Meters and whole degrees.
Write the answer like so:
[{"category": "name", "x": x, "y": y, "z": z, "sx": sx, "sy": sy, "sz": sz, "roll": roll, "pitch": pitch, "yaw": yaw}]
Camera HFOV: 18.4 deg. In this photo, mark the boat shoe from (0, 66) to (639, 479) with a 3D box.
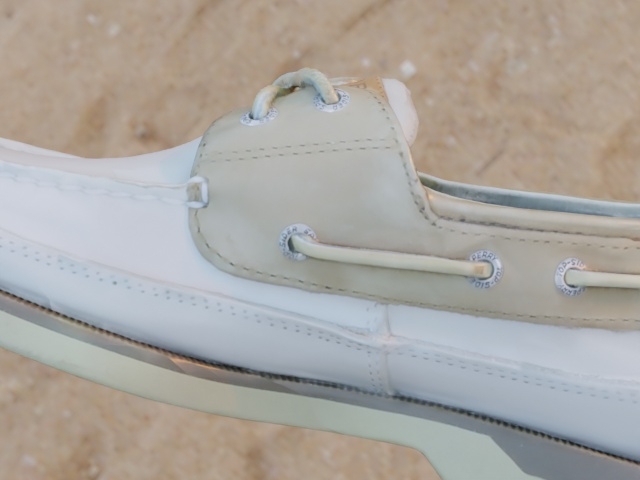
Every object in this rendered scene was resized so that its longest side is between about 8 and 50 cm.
[{"category": "boat shoe", "x": 0.000, "y": 0.000, "z": 0.579, "sx": 0.113, "sy": 0.302, "sz": 0.103, "roll": -108, "pitch": 35, "yaw": -79}]
